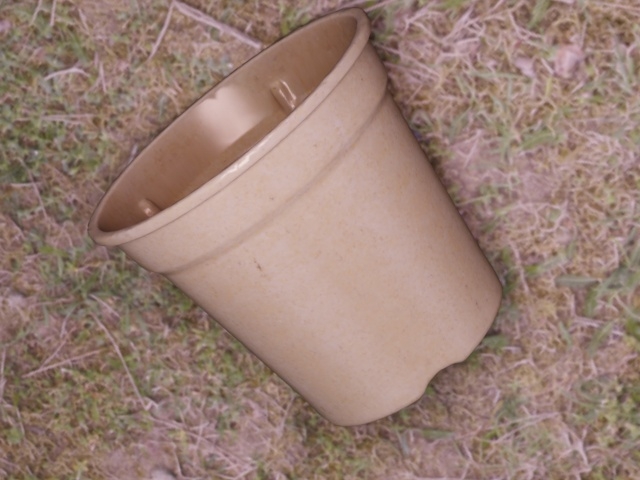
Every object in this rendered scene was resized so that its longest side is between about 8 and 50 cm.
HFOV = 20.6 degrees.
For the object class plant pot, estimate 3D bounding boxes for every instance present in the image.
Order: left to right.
[{"bbox_3d":[0.000,0.000,1.693,0.334,0.334,0.305,-31,108,23],"label":"plant pot"}]
